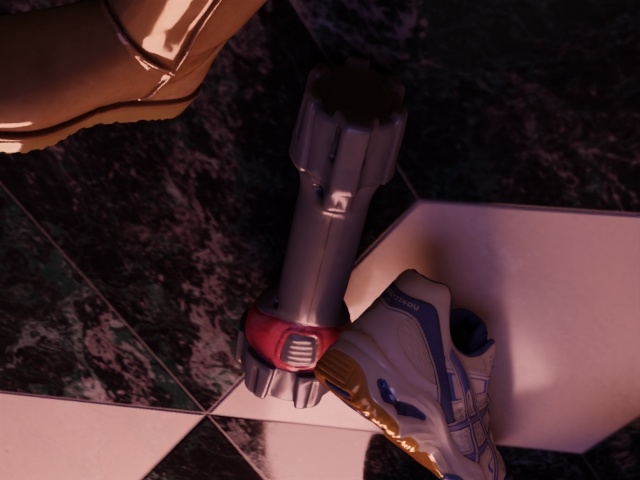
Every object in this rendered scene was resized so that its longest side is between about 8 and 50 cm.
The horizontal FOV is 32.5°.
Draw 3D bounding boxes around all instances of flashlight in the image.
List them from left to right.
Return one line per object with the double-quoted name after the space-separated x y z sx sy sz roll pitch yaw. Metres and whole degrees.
0.000 0.000 0.866 0.103 0.103 0.304 38 135 28 "flashlight"

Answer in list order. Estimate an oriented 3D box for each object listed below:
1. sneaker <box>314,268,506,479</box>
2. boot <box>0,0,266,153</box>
0.114 0.133 0.939 0.112 0.131 0.296 32 169 36 "sneaker"
-0.105 -0.174 0.673 0.269 0.236 0.089 -42 76 41 "boot"
